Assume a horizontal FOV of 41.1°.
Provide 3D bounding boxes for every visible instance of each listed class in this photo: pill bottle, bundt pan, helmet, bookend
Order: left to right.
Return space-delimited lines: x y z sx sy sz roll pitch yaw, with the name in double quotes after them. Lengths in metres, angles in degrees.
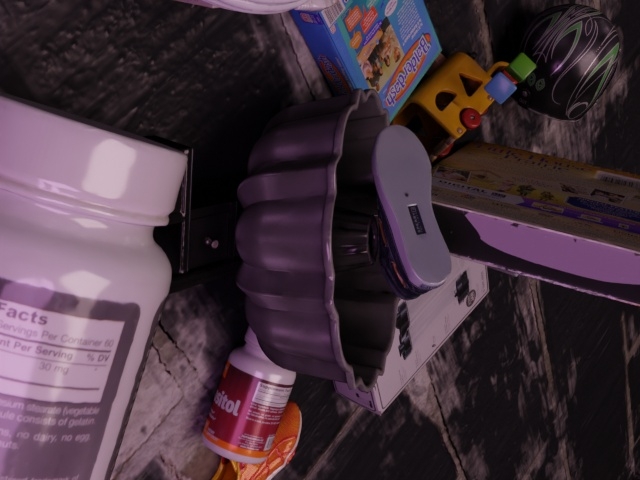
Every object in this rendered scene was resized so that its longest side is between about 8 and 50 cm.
-0.239 0.077 0.681 0.204 0.204 0.361 13 97 -53 "pill bottle"
-0.145 -0.035 0.853 0.157 0.072 0.156 -15 118 -47 "bookend"
-0.081 0.182 1.026 0.086 0.086 0.152 18 92 -53 "pill bottle"
0.000 0.000 0.941 0.331 0.124 0.331 0 90 -73 "bundt pan"
0.374 -0.280 1.307 0.169 0.169 0.162 -15 135 -47 "helmet"

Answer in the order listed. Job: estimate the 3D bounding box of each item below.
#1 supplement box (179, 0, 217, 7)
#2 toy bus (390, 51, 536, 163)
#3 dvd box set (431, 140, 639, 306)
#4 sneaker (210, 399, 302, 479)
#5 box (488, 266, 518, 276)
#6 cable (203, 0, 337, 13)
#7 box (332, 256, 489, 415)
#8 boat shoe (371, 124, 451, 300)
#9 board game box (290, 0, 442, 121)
-0.108 -0.237 0.779 0.062 0.098 0.036 -19 122 -45 "supplement box"
0.184 -0.202 1.157 0.191 0.104 0.202 -46 -179 16 "toy bus"
0.289 -0.042 1.098 0.420 0.307 0.062 -35 137 -64 "dvd box set"
-0.084 0.274 1.088 0.175 0.064 0.067 -53 130 -24 "sneaker"
0.283 -0.029 1.343 0.137 0.126 0.072 -50 139 -24 "box"
-0.076 -0.311 0.702 0.257 0.089 0.257 -27 94 -45 "cable"
0.127 0.090 1.238 0.290 0.087 0.169 -43 136 -30 "box"
0.084 -0.027 0.920 0.065 0.083 0.184 -6 74 -19 "boat shoe"
0.062 -0.252 1.025 0.160 0.047 0.210 -55 140 -19 "board game box"
